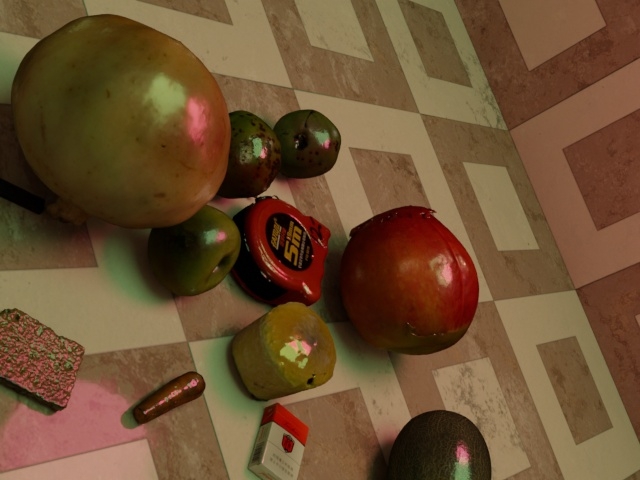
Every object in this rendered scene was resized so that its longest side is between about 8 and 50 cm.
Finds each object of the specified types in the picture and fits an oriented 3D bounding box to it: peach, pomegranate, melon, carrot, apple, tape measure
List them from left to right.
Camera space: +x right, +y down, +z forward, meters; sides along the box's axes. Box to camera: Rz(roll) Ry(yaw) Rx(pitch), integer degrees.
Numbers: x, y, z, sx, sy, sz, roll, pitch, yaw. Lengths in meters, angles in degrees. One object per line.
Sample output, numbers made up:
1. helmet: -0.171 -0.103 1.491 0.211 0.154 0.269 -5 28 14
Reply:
1. pomegranate: -0.361 -0.192 1.655 0.411 0.411 0.412 32 44 -36
2. carrot: -0.279 0.290 1.688 0.161 0.055 0.055 -24 86 -49
3. apple: -0.251 0.014 1.803 0.157 0.196 0.196 44 30 17
4. pomegranate: -0.185 -0.172 2.044 0.198 0.246 0.198 5 55 -7
5. tape measure: -0.097 0.023 2.059 0.260 0.114 0.253 35 42 -27
6. pomegranate: -0.048 -0.234 2.281 0.179 0.210 0.180 3 81 -20
7. peach: 0.215 0.093 2.212 0.370 0.370 0.370 32 44 -36
8. melon: 0.268 0.534 2.053 0.237 0.237 0.302 38 45 -30

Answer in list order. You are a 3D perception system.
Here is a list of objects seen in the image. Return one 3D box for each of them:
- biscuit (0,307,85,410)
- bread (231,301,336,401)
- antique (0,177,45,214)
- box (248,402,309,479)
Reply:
1. biscuit: -0.501 0.178 1.498 0.237 0.026 0.131 37 39 -30
2. bread: -0.074 0.232 1.884 0.197 0.170 0.197 34 41 -36
3. antique: -0.574 -0.098 1.611 0.192 0.015 0.031 30 45 -38
4. box: -0.083 0.420 1.853 0.100 0.048 0.152 45 35 -25
